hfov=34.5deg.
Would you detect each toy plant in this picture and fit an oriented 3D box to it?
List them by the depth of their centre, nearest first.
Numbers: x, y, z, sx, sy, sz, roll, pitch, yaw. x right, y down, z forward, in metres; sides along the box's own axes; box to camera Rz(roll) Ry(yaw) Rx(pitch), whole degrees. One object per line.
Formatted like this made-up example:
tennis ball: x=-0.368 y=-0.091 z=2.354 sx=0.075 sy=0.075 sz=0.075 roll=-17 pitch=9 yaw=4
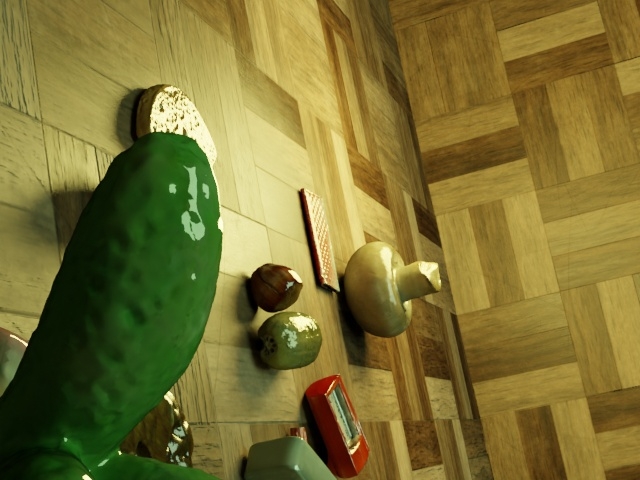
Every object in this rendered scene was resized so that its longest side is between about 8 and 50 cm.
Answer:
toy plant: x=-0.199 y=0.127 z=0.633 sx=0.210 sy=0.356 sz=0.317 roll=-28 pitch=104 yaw=-66

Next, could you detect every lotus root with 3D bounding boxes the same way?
lotus root: x=-0.041 y=0.155 z=1.608 sx=0.183 sy=0.077 sz=0.090 roll=13 pitch=72 yaw=-70

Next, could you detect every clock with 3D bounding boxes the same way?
clock: x=0.024 y=0.312 z=1.739 sx=0.113 sy=0.061 sz=0.155 roll=-36 pitch=107 yaw=-73

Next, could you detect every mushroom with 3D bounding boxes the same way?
mushroom: x=0.150 y=0.094 z=2.103 sx=0.204 sy=0.204 sz=0.204 roll=-15 pitch=90 yaw=-74

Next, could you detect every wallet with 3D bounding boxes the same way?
wallet: x=0.000 y=0.000 z=2.001 sx=0.103 sy=0.020 sz=0.197 roll=29 pitch=48 yaw=-69

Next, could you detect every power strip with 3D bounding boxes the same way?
power strip: x=0.020 y=0.423 z=1.490 sx=0.385 sy=0.091 sz=0.062 roll=57 pitch=31 yaw=-32

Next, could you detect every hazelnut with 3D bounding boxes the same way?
hazelnut: x=-0.070 y=0.072 z=1.608 sx=0.086 sy=0.086 sz=0.086 roll=-15 pitch=90 yaw=-74

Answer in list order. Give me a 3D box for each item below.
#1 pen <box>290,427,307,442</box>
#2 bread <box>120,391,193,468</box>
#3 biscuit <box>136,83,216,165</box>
pen: x=-0.018 y=0.403 z=1.564 sx=0.028 sy=0.028 sz=0.239 roll=35 pitch=43 yaw=-66
bread: x=-0.200 y=0.213 z=0.974 sx=0.210 sy=0.109 sz=0.192 roll=-88 pitch=156 yaw=-44
biscuit: x=-0.202 y=-0.147 z=1.431 sx=0.220 sy=0.028 sz=0.142 roll=-4 pitch=81 yaw=-73
